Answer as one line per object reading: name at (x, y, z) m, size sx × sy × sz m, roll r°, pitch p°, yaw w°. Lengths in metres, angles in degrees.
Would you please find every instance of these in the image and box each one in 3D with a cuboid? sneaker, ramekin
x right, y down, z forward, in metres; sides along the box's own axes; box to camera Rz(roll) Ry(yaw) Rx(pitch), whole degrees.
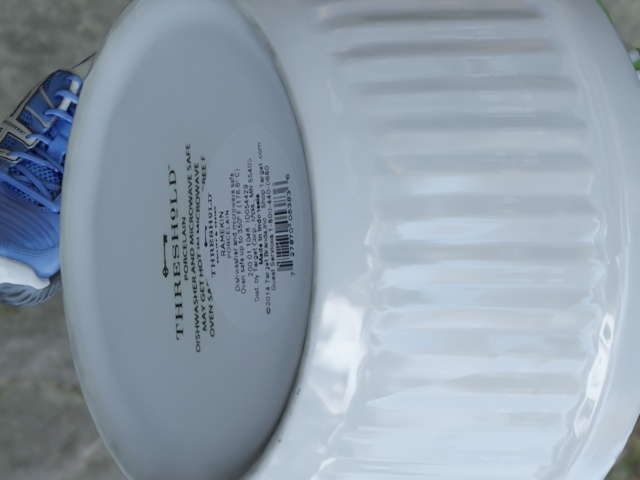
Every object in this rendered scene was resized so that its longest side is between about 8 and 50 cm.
sneaker at (-0.135, -0.039, 0.899) m, size 0.081 × 0.080 × 0.211 m, roll -62°, pitch -177°, yaw 28°
ramekin at (0.000, 0.000, 0.581) m, size 0.109 × 0.207 × 0.207 m, roll 0°, pitch 148°, yaw -33°

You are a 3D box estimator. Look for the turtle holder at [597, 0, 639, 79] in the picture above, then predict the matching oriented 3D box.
turtle holder at (0.219, -0.083, 1.565) m, size 0.227 × 0.243 × 0.320 m, roll 12°, pitch 99°, yaw -48°
